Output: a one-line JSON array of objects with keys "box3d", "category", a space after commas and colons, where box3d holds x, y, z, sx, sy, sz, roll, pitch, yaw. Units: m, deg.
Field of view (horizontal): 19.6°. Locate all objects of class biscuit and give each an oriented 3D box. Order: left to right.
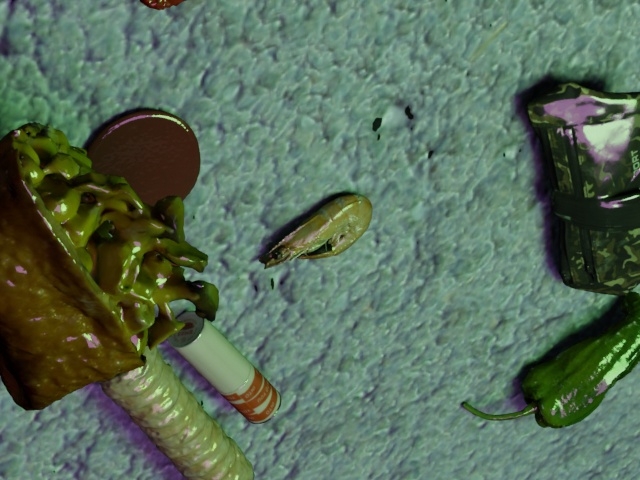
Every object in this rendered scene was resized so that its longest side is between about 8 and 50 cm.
[{"box3d": [-0.120, 0.160, 1.602, 0.061, 0.055, 0.219, -41, 134, -4], "category": "biscuit"}]

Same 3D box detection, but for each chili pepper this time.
[{"box3d": [0.246, 0.135, 1.793, 0.204, 0.073, 0.072, -37, 146, 0], "category": "chili pepper"}]

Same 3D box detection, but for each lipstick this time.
[{"box3d": [-0.082, 0.110, 1.600, 0.038, 0.038, 0.131, -40, 132, 0], "category": "lipstick"}]

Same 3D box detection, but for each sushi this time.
[{"box3d": [-0.184, 0.017, 1.380, 0.179, 0.167, 0.296, -23, 129, -9], "category": "sushi"}]

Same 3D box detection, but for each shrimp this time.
[{"box3d": [0.000, 0.000, 1.582, 0.108, 0.023, 0.059, -34, 141, -4], "category": "shrimp"}]

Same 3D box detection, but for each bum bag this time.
[{"box3d": [0.253, -0.045, 1.663, 0.102, 0.069, 0.248, -4, 134, 16], "category": "bum bag"}]

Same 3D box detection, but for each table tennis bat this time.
[{"box3d": [-0.137, -0.036, 1.478, 0.098, 0.019, 0.155, -21, 128, -14], "category": "table tennis bat"}]

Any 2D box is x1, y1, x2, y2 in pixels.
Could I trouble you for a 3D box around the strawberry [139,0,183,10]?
[{"box3d": [-0.076, -0.226, 1.359, 0.152, 0.048, 0.104, -49, 128, 5], "category": "strawberry"}]
